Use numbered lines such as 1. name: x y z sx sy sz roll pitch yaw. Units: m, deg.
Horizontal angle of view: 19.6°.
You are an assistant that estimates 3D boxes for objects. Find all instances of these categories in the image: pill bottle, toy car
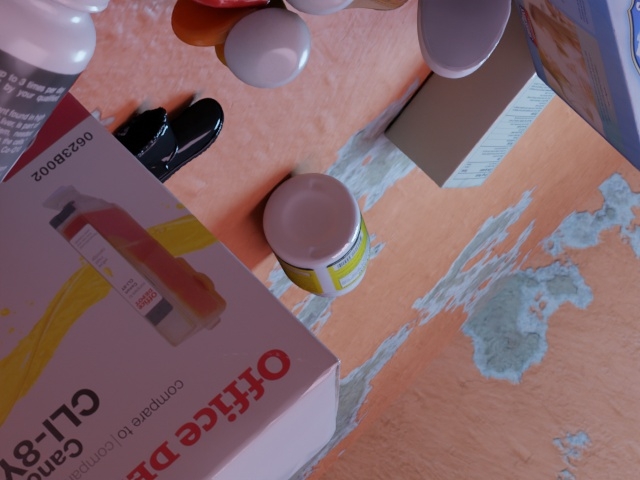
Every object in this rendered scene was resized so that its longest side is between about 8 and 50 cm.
1. pill bottle: 0.000 0.000 2.305 0.119 0.119 0.208 -44 164 -6
2. toy car: -0.059 -0.233 1.575 0.136 0.159 0.182 22 117 -34
3. pill bottle: -0.255 -0.123 1.258 0.283 0.161 0.161 -50 164 17

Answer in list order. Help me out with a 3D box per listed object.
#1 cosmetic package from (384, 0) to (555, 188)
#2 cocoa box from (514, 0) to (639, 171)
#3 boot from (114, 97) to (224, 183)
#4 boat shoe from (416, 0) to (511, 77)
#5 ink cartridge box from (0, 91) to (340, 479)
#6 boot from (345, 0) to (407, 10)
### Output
1. cosmetic package: 0.239 -0.218 2.389 0.309 0.113 0.160 -50 164 18
2. cocoa box: 0.363 -0.290 2.095 0.228 0.231 0.347 -36 143 -7
3. boot: -0.150 -0.105 1.802 0.121 0.045 0.099 -44 161 -5
4. boat shoe: 0.146 -0.268 1.882 0.084 0.095 0.258 115 -10 -65
5. ink cartridge box: -0.207 0.080 1.473 0.279 0.384 0.160 -41 164 -16
6. boot: 0.072 -0.321 1.749 0.207 0.090 0.248 -62 168 25
